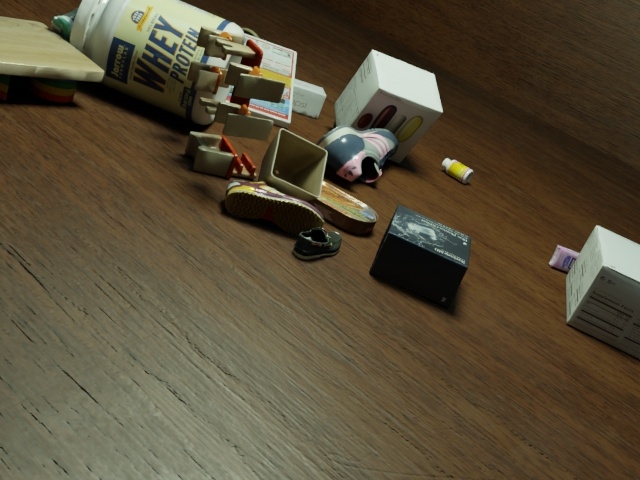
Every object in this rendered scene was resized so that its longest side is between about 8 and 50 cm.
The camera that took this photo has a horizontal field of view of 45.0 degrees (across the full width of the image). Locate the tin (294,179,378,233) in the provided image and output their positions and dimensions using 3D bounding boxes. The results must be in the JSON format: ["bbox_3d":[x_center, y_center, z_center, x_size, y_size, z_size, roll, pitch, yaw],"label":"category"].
[{"bbox_3d":[0.026,-0.071,1.554,0.190,0.040,0.106,31,21,17],"label":"tin"}]

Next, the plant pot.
[{"bbox_3d":[-0.064,-0.131,1.483,0.109,0.096,0.109,24,60,-26],"label":"plant pot"}]

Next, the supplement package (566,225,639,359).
[{"bbox_3d":[0.630,0.108,1.583,0.204,0.145,0.262,26,24,7],"label":"supplement package"}]

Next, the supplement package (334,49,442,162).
[{"bbox_3d":[0.170,-0.338,1.980,0.194,0.203,0.149,15,48,-24],"label":"supplement package"}]

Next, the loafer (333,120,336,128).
[{"bbox_3d":[0.066,-0.318,2.094,0.050,0.056,0.148,21,34,-6],"label":"loafer"}]

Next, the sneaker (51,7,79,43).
[{"bbox_3d":[-0.553,-0.450,1.695,0.065,0.166,0.076,45,56,-12],"label":"sneaker"}]

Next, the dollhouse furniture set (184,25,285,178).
[{"bbox_3d":[-0.162,-0.256,1.497,0.135,0.259,0.262,5,29,-29],"label":"dollhouse furniture set"}]

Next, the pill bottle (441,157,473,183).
[{"bbox_3d":[0.372,-0.192,2.109,0.083,0.043,0.043,35,26,26],"label":"pill bottle"}]

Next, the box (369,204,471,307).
[{"bbox_3d":[0.188,0.025,1.426,0.156,0.093,0.158,24,25,3],"label":"box"}]

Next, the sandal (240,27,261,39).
[{"bbox_3d":[-0.220,-0.626,2.484,0.049,0.072,0.180,-28,56,-34],"label":"sandal"}]

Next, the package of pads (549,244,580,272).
[{"bbox_3d":[0.571,0.048,1.772,0.083,0.050,0.032,20,18,-7],"label":"package of pads"}]

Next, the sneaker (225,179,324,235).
[{"bbox_3d":[-0.081,-0.069,1.410,0.186,0.069,0.084,19,29,-12],"label":"sneaker"}]

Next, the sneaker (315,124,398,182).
[{"bbox_3d":[0.110,-0.191,1.836,0.319,0.112,0.131,-11,65,-56],"label":"sneaker"}]

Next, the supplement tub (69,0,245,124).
[{"bbox_3d":[-0.353,-0.415,1.692,0.325,0.235,0.235,22,24,-2],"label":"supplement tub"}]

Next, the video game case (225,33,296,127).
[{"bbox_3d":[-0.167,-0.423,1.994,0.204,0.025,0.285,16,49,-16],"label":"video game case"}]

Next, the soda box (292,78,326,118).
[{"bbox_3d":[-0.099,-0.404,2.095,0.216,0.073,0.069,15,26,-18],"label":"soda box"}]

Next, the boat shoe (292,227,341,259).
[{"bbox_3d":[0.001,0.001,1.375,0.049,0.042,0.133,32,24,25],"label":"boat shoe"}]

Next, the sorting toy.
[{"bbox_3d":[-0.608,-0.353,1.514,0.255,0.089,0.257,38,27,30],"label":"sorting toy"}]
